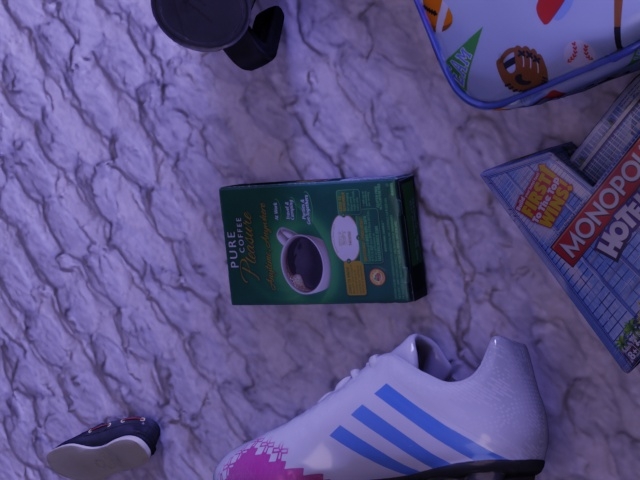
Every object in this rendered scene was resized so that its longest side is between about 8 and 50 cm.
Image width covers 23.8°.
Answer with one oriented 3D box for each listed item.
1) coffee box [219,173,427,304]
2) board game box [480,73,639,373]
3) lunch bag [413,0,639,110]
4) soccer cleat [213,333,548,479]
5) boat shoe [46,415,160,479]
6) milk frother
[{"bbox_3d":[0.000,0.000,1.347,0.184,0.040,0.113,-4,98,29],"label":"coffee box"},{"bbox_3d":[0.235,-0.032,1.200,0.194,0.060,0.194,42,117,14],"label":"board game box"},{"bbox_3d":[0.198,-0.242,1.079,0.303,0.115,0.243,-23,85,30],"label":"lunch bag"},{"bbox_3d":[0.049,0.161,1.329,0.331,0.116,0.143,-11,73,32],"label":"soccer cleat"},{"bbox_3d":[-0.215,0.207,1.511,0.133,0.042,0.049,-17,117,31],"label":"boat shoe"},{"bbox_3d":[-0.052,-0.232,1.273,0.129,0.135,0.143,37,123,-17],"label":"milk frother"}]
